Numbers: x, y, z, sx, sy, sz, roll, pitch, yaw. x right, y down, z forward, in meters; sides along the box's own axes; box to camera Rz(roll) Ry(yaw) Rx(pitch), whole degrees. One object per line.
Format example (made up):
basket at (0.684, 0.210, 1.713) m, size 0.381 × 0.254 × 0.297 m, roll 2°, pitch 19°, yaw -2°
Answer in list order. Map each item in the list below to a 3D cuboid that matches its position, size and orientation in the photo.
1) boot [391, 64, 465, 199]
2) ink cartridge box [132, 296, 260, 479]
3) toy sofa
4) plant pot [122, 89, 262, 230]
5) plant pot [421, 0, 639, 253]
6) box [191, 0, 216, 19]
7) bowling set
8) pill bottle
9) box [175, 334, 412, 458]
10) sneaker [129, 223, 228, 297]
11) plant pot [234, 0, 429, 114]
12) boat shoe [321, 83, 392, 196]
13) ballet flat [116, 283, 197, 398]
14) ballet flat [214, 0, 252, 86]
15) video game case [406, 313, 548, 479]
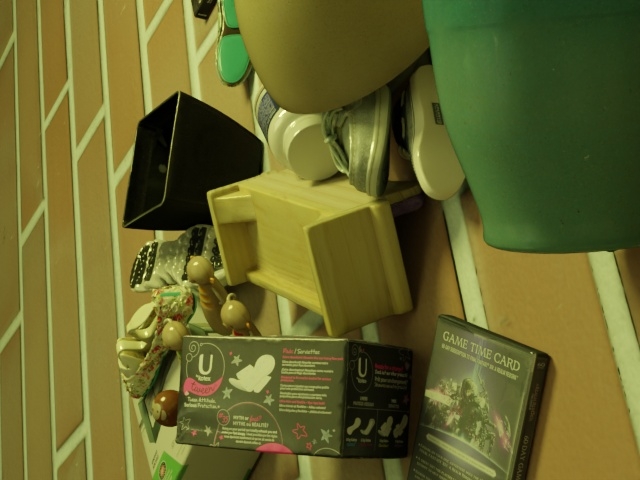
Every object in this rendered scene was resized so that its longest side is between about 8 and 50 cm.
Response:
boot at (0.129, -0.116, 1.579) m, size 0.086 × 0.069 × 0.190 m, roll 125°, pitch 151°, yaw -53°
ink cartridge box at (-0.196, 0.255, 2.034) m, size 0.211 × 0.121 × 0.289 m, roll -64°, pitch 32°, yaw 30°
toy sofa at (0.000, 0.000, 1.732) m, size 0.362 × 0.177 × 0.150 m, roll 19°, pitch 125°, yaw 62°
plant pot at (-0.199, -0.108, 2.074) m, size 0.188 × 0.167 × 0.187 m, roll -22°, pitch 58°, yaw 58°
plant pot at (0.234, -0.125, 1.188) m, size 0.271 × 0.271 × 0.255 m, roll 12°, pitch 109°, yaw 63°
box at (-0.196, -0.496, 2.326) m, size 0.162 × 0.029 × 0.116 m, roll -56°, pitch 37°, yaw 43°
bowling set at (-0.157, 0.176, 1.814) m, size 0.287 × 0.200 × 0.154 m, roll 39°, pitch 159°, yaw 41°
pill bottle at (-0.024, -0.158, 1.792) m, size 0.187 × 0.112 × 0.112 m, roll -115°, pitch 40°, yaw -60°
box at (-0.031, 0.190, 1.596) m, size 0.247 × 0.163 × 0.142 m, roll 0°, pitch 82°, yaw 33°
sneaker at (-0.195, 0.045, 2.105) m, size 0.292 × 0.118 × 0.110 m, roll -7°, pitch 62°, yaw 55°
plant pot at (0.002, -0.322, 1.587) m, size 0.284 × 0.191 × 0.284 m, roll -26°, pitch 37°, yaw 21°
boat shoe at (0.034, -0.173, 1.656) m, size 0.118 × 0.103 × 0.320 m, roll 89°, pitch 177°, yaw -46°
ballet flat at (-0.270, 0.151, 1.989) m, size 0.241 × 0.077 × 0.091 m, roll -58°, pitch 36°, yaw 32°
ballet flat at (-0.143, -0.339, 2.165) m, size 0.070 × 0.070 × 0.188 m, roll -22°, pitch 63°, yaw 59°
video game case at (0.166, 0.237, 1.452) m, size 0.196 × 0.026 × 0.274 m, roll 20°, pitch 100°, yaw 62°
